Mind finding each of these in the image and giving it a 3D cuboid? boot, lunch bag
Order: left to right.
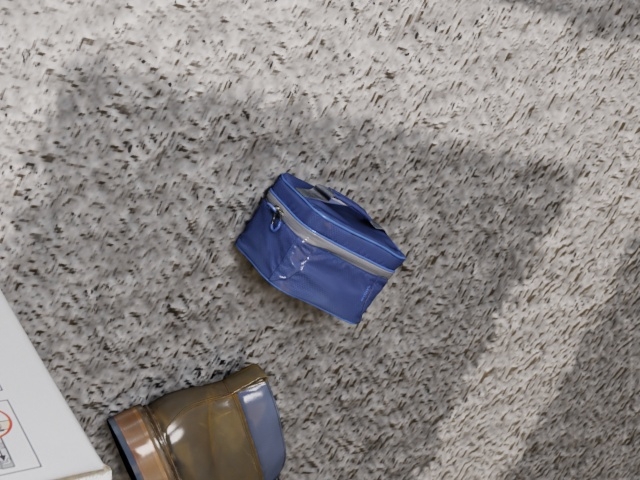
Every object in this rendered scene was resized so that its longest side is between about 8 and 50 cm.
[{"bbox_3d":[-0.059,0.181,0.944,0.106,0.082,0.219,-27,130,-12],"label":"boot"},{"bbox_3d":[0.000,0.000,0.867,0.098,0.067,0.065,27,103,-41],"label":"lunch bag"}]

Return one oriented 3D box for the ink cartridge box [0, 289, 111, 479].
[{"bbox_3d":[-0.219,0.128,0.641,0.130,0.309,0.272,-9,124,-29],"label":"ink cartridge box"}]
